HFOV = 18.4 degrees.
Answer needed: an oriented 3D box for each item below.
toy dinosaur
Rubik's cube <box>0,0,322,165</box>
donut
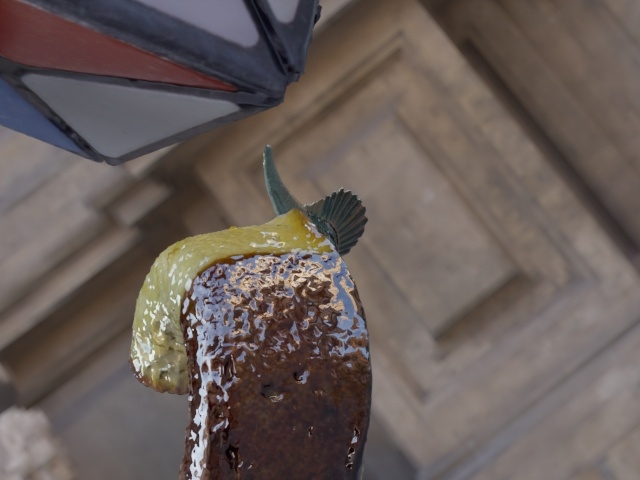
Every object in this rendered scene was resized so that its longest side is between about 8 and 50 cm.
[{"bbox_3d":[-0.003,-0.002,1.450,0.106,0.044,0.187,-27,-56,-39],"label":"toy dinosaur"},{"bbox_3d":[-0.169,-0.252,1.274,0.307,0.305,0.310,-17,56,60],"label":"Rubik's cube"},{"bbox_3d":[-0.043,0.061,1.064,0.085,0.217,0.141,1,-64,-21],"label":"donut"}]
